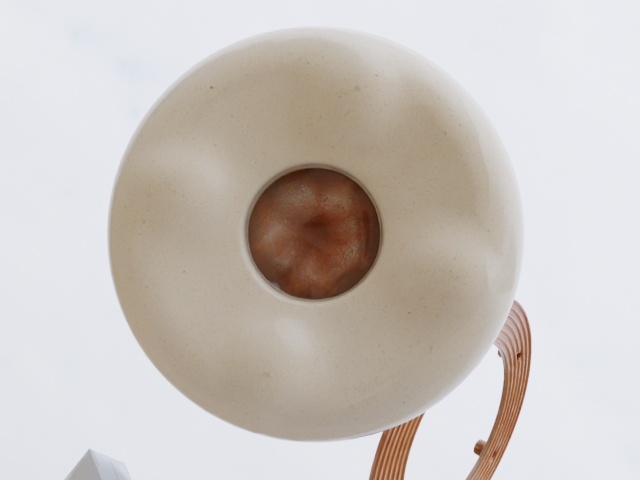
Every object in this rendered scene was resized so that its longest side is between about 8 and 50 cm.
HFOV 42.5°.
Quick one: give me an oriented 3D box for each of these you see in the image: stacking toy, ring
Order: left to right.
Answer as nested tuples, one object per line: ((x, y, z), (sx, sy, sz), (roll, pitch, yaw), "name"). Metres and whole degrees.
((0.000, 0.000, 0.885), (0.351, 0.480, 0.350), (0, -92, 2), "stacking toy")
((0.150, 0.217, 0.952), (0.032, 0.337, 0.336), (21, -49, 36), "ring")

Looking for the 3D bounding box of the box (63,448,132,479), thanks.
((-0.161, 0.251, 0.544), (0.038, 0.145, 0.186), (38, 1, -35), "box")
